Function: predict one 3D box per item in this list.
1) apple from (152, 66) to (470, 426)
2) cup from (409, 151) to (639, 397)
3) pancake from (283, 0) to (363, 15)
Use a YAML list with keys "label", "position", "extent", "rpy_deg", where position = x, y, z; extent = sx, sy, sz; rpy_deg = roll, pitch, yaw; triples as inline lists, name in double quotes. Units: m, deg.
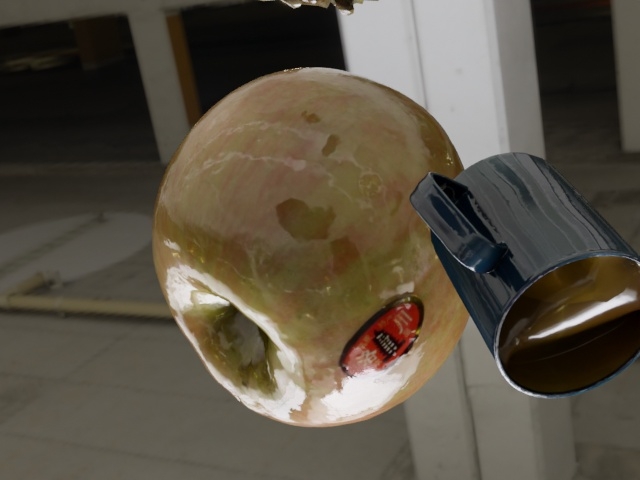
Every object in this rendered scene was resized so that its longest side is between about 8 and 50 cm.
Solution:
- label: "apple"
  position: [0.000, 0.000, 1.174]
  extent: [0.391, 0.391, 0.346]
  rpy_deg: [9, -137, 44]
- label: "cup"
  position: [0.139, 0.005, 0.680]
  extent: [0.113, 0.150, 0.138]
  rpy_deg: [-27, -144, 2]
- label: "pancake"
  position: [-0.100, -0.187, 0.501]
  extent: [0.382, 0.071, 0.382]
  rpy_deg: [9, -157, -4]
